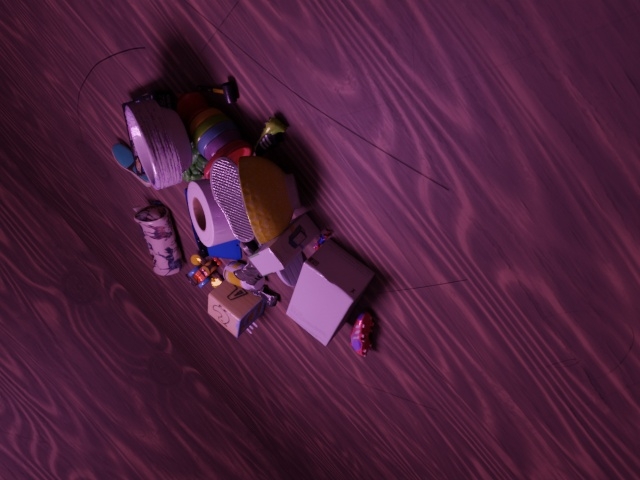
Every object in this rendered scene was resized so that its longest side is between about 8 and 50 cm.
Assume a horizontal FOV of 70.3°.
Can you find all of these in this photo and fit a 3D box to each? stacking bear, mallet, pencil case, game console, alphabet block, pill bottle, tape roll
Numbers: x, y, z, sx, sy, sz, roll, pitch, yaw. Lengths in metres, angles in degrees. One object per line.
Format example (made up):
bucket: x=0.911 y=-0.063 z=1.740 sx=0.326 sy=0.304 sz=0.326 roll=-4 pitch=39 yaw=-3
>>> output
stacking bear: x=-0.372 y=-0.370 z=1.514 sx=0.164 sy=0.175 sz=0.289 roll=-43 pitch=79 yaw=28
mallet: x=-0.338 y=-0.478 z=1.476 sx=0.189 sy=0.039 sz=0.062 roll=15 pitch=131 yaw=42
pencil case: x=-0.816 y=0.004 z=2.314 sx=0.183 sy=0.160 sz=0.410 roll=35 pitch=143 yaw=32
game console: x=-0.473 y=-0.071 z=2.009 sx=0.293 sy=0.173 sz=0.250 roll=94 pitch=154 yaw=-45
alphabet block: x=-0.393 y=0.298 z=2.141 sx=0.197 sy=0.193 sz=0.192 roll=36 pitch=141 yaw=14
pill bottle: x=-0.339 y=0.160 z=2.027 sx=0.184 sy=0.103 sz=0.103 roll=16 pitch=134 yaw=36
tape roll: x=-0.366 y=-0.114 z=1.669 sx=0.246 sy=0.169 sz=0.246 roll=33 pitch=131 yaw=48

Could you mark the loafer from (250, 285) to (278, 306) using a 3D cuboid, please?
loafer: x=-0.260 y=0.227 z=2.062 sx=0.170 sy=0.062 sz=0.061 roll=33 pitch=120 yaw=12

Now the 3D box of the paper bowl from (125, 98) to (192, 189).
paper bowl: x=-0.524 y=-0.321 z=1.502 sx=0.284 sy=0.148 sz=0.284 roll=46 pitch=147 yaw=42

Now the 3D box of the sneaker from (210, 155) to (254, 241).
sneaker: x=-0.279 y=-0.147 z=1.491 sx=0.102 sy=0.161 sz=0.282 roll=-11 pitch=112 yaw=5

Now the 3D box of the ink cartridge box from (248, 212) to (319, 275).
ink cartridge box: x=-0.124 y=0.014 z=1.575 sx=0.093 sy=0.212 sz=0.154 roll=53 pitch=144 yaw=-10

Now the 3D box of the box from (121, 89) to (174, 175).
box: x=-0.648 y=-0.403 z=1.747 sx=0.293 sy=0.073 sz=0.296 roll=3 pitch=105 yaw=46

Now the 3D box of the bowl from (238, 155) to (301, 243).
bowl: x=-0.151 y=-0.145 z=1.472 sx=0.156 sy=0.289 sz=0.290 roll=-12 pitch=125 yaw=1

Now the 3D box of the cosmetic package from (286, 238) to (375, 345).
cosmetic package: x=0.025 y=0.199 z=1.657 sx=0.217 sy=0.156 sz=0.385 roll=38 pitch=142 yaw=11

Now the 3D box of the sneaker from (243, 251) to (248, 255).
sneaker: x=-0.283 y=0.053 z=1.917 sx=0.089 sy=0.051 sz=0.170 roll=0 pitch=119 yaw=46

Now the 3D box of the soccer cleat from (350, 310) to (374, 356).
soccer cleat: x=0.149 y=0.352 z=1.744 sx=0.095 sy=0.083 sz=0.248 roll=27 pitch=143 yaw=32

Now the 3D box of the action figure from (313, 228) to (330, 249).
action figure: x=0.000 y=0.000 z=1.589 sx=0.030 sy=0.038 sz=0.115 roll=24 pitch=143 yaw=-7

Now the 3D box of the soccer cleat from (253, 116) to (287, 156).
soccer cleat: x=-0.160 y=-0.312 z=1.435 sx=0.072 sy=0.060 sz=0.179 roll=34 pitch=144 yaw=-5

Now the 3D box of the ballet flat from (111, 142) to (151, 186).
ballet flat: x=-0.863 y=-0.343 z=2.104 sx=0.248 sy=0.086 sz=0.086 roll=45 pitch=144 yaw=0

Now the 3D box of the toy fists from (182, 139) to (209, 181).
toy fists: x=-0.483 y=-0.303 z=1.737 sx=0.279 sy=0.096 sz=0.142 roll=-11 pitch=117 yaw=48

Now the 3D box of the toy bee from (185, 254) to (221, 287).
toy bee: x=-0.551 y=0.157 z=2.229 sx=0.195 sy=0.162 sz=0.298 roll=54 pitch=169 yaw=-24

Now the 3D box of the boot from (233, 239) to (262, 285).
boot: x=-0.282 y=0.098 z=1.797 sx=0.246 sy=0.161 sz=0.083 roll=46 pitch=-165 yaw=-49

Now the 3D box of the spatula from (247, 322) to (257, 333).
spatula: x=-0.439 y=0.399 z=2.432 sx=0.242 sy=0.019 sz=0.168 roll=45 pitch=143 yaw=3

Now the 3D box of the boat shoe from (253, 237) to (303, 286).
boat shoe: x=-0.171 y=0.021 z=1.734 sx=0.119 sy=0.121 sz=0.335 roll=-13 pitch=103 yaw=58
